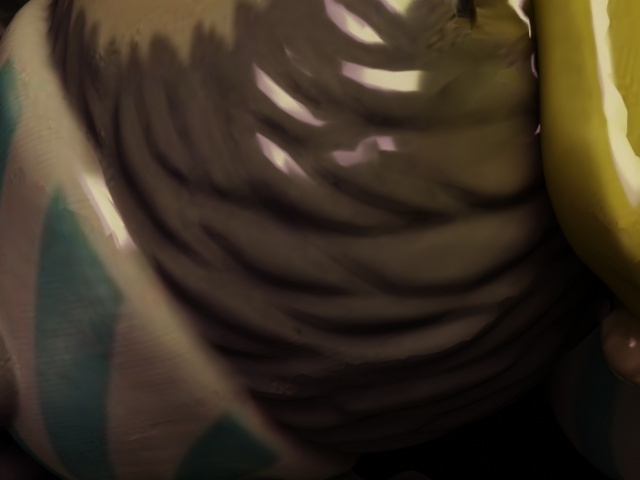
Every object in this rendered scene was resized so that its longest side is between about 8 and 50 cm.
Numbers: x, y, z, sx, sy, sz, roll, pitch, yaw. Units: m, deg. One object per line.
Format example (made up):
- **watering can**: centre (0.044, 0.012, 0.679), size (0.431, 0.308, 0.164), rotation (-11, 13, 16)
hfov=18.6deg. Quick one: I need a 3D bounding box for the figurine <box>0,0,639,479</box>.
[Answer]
- **figurine**: centre (0.000, 0.000, 0.747), size (0.377, 0.361, 0.266), rotation (-15, 46, 25)
